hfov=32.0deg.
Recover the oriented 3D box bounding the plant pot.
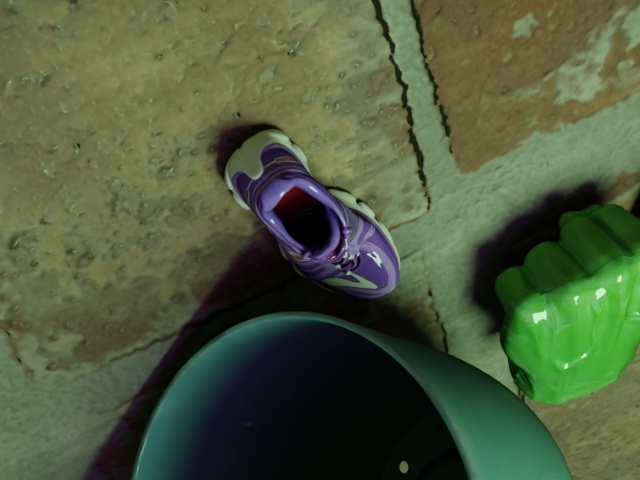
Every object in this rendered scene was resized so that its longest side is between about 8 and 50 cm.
[{"bbox_3d":[0.048,0.206,0.791,0.235,0.293,0.293,13,119,-51],"label":"plant pot"}]

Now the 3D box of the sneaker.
[{"bbox_3d":[0.000,0.000,0.735,0.068,0.071,0.170,-43,134,9],"label":"sneaker"}]

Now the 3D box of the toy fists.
[{"bbox_3d":[0.260,0.018,0.876,0.279,0.096,0.142,-21,143,-14],"label":"toy fists"}]
